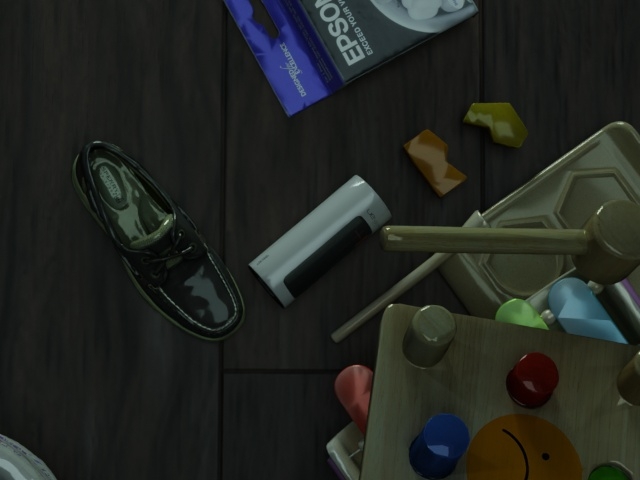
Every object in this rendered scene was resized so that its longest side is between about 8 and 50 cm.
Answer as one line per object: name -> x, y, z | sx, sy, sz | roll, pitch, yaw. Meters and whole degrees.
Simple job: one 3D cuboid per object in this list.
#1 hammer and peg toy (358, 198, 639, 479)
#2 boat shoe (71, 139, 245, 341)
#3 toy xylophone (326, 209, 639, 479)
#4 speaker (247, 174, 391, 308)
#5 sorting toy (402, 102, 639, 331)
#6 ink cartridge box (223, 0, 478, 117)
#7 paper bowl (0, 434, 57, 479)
hammer and peg toy -> 0.159, 0.139, 1.181 | 0.266, 0.127, 0.361 | 9, 64, -3
boat shoe -> -0.153, 0.001, 1.328 | 0.080, 0.073, 0.223 | -38, 87, -6
toy xylophone -> 0.141, 0.123, 1.314 | 0.323, 0.081, 0.236 | -43, 86, 4
speaker -> 0.000, 0.000, 1.349 | 0.136, 0.055, 0.055 | -40, 88, -7
sorting toy -> 0.228, -0.007, 1.376 | 0.229, 0.041, 0.307 | -35, 87, -2
ink cartridge box -> 0.011, -0.256, 1.381 | 0.208, 0.045, 0.206 | -30, 87, -5
paper bowl -> -0.344, 0.296, 1.248 | 0.284, 0.148, 0.284 | 0, 85, -3
